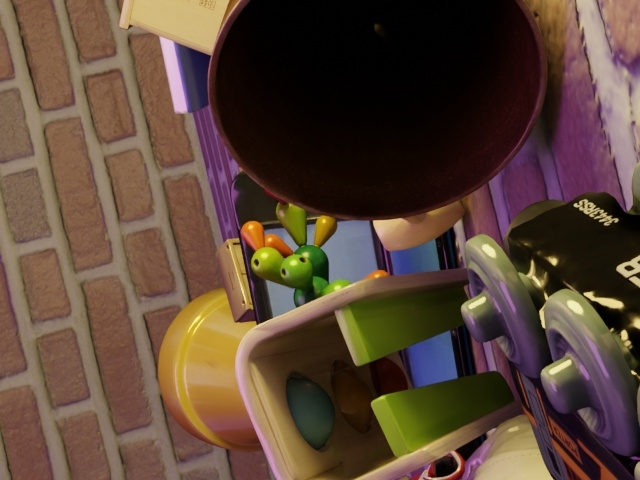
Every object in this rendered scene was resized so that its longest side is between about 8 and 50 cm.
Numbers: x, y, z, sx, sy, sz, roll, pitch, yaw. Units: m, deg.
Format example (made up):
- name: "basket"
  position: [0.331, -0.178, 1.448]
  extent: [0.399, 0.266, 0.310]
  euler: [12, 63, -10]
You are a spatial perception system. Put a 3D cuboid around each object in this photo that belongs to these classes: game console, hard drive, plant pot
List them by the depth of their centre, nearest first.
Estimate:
- name: "plant pot"
  position: [0.034, -0.169, 0.912]
  extent: [0.230, 0.215, 0.215]
  euler: [-92, -2, -49]
- name: "game console"
  position: [0.032, 0.073, 1.291]
  extent: [0.173, 0.250, 0.293]
  euler: [-49, -49, -69]
- name: "hard drive"
  position: [-0.165, -0.360, 1.825]
  extent: [0.210, 0.040, 0.319]
  euler: [-38, -57, -54]
- name: "plant pot"
  position: [-0.084, 0.197, 1.935]
  extent: [0.239, 0.254, 0.254]
  euler: [1, 105, 64]

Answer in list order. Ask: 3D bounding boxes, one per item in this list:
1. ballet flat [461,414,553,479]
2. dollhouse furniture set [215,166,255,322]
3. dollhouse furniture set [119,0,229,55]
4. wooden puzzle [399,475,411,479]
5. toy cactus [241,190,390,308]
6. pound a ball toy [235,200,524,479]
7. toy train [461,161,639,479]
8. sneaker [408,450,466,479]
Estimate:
- name: "ballet flat"
  position: [0.136, 0.190, 0.906]
  extent: [0.400, 0.139, 0.139]
  euler: [115, 141, -66]
- name: "dollhouse furniture set"
  position: [0.000, 0.000, 1.575]
  extent: [0.242, 0.161, 0.212]
  euler: [-46, 55, 52]
- name: "dollhouse furniture set"
  position: [-0.076, -0.374, 1.593]
  extent: [0.303, 0.198, 0.286]
  euler: [-58, -13, -60]
- name: "wooden puzzle"
  position: [0.100, 0.391, 1.339]
  extent: [0.221, 0.044, 0.239]
  euler: [98, 156, -56]
- name: "toy cactus"
  position: [0.008, 0.056, 1.205]
  extent: [0.219, 0.112, 0.180]
  euler: [60, 178, 36]
- name: "pound a ball toy"
  position: [0.040, 0.068, 0.979]
  extent: [0.208, 0.135, 0.319]
  euler: [66, -160, 8]
- name: "toy train"
  position: [0.178, 0.086, 0.586]
  extent: [0.190, 0.142, 0.334]
  euler: [68, 173, -23]
- name: "sneaker"
  position: [0.107, 0.225, 1.237]
  extent: [0.118, 0.042, 0.067]
  euler: [-10, 130, 50]
